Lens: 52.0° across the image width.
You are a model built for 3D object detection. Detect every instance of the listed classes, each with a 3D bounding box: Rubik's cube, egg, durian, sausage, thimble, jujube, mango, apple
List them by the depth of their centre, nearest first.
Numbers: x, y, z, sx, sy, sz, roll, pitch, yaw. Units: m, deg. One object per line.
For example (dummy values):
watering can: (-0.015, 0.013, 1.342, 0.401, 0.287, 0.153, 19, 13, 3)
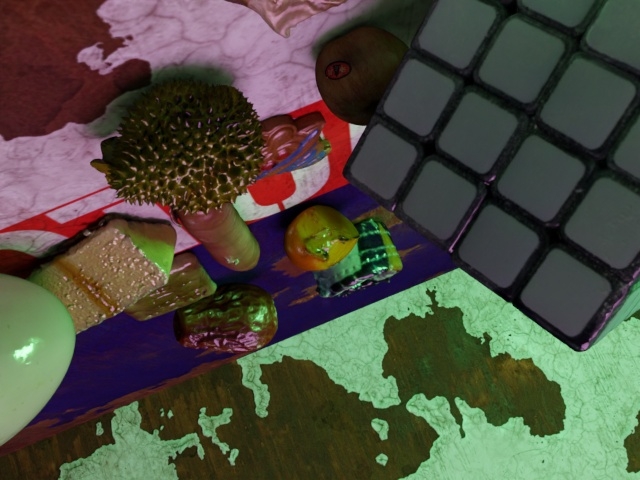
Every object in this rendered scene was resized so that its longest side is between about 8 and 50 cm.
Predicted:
durian: (-0.155, -0.104, 0.764, 0.198, 0.146, 0.159, -19, 163, -29)
Rubik's cube: (0.295, -0.123, 0.770, 0.345, 0.337, 0.343, -4, 127, -54)
apple: (0.058, -0.204, 0.813, 0.126, 0.102, 0.126, -17, 161, -6)
egg: (-0.541, 0.184, 0.971, 0.345, 0.283, 0.283, -30, 169, -20)
sausage: (-0.173, -0.016, 1.156, 0.094, 0.094, 0.419, 16, 168, 7)
mango: (0.000, 0.000, 1.414, 0.154, 0.126, 0.252, -35, 171, 4)
jujube: (-0.238, 0.200, 1.661, 0.256, 0.189, 0.190, -2, 158, -24)
thimble: (0.083, 0.055, 1.684, 0.238, 0.150, 0.237, -20, 167, -5)

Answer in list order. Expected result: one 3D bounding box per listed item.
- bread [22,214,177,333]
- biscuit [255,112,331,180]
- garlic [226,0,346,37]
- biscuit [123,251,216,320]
bread: (-0.375, 0.062, 1.124, 0.266, 0.141, 0.178, -27, 180, 22)
biscuit: (-0.085, -0.135, 0.990, 0.280, 0.043, 0.183, -10, 158, -49)
garlic: (-0.033, -0.254, 0.542, 0.175, 0.099, 0.124, -29, 146, 8)
biscuit: (-0.350, 0.113, 1.457, 0.217, 0.044, 0.325, -22, 165, -8)
